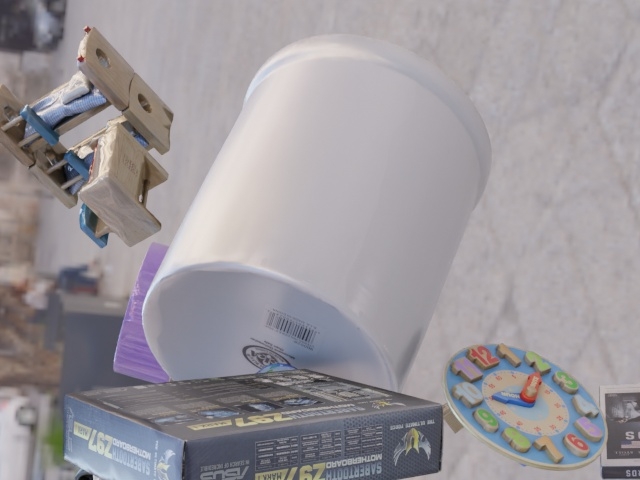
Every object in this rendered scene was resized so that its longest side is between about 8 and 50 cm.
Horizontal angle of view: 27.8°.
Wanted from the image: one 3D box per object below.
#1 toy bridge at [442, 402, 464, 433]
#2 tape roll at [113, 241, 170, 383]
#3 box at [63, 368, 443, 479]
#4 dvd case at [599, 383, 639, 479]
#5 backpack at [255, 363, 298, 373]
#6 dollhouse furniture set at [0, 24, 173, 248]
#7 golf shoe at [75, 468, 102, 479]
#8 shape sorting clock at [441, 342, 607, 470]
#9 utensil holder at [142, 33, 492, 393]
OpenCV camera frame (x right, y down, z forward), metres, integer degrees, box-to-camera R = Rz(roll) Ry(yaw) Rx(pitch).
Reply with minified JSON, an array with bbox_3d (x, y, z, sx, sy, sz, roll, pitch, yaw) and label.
[{"bbox_3d":[0.088,0.263,1.644,0.188,0.063,0.026,-35,14,8],"label":"toy bridge"},{"bbox_3d":[-0.221,0.102,1.796,0.189,0.080,0.189,-163,90,-88],"label":"tape roll"},{"bbox_3d":[-0.051,0.146,0.981,0.183,0.233,0.059,6,97,53],"label":"box"},{"bbox_3d":[0.500,0.276,1.898,0.238,0.179,0.029,-63,-32,-66],"label":"dvd case"},{"bbox_3d":[-0.037,0.183,1.375,0.114,0.105,0.084,26,155,39],"label":"backpack"},{"bbox_3d":[-0.231,-0.080,1.204,0.129,0.129,0.183,-28,35,20],"label":"dollhouse furniture set"},{"bbox_3d":[-0.212,0.243,1.459,0.273,0.120,0.105,-86,2,-68],"label":"golf shoe"},{"bbox_3d":[0.241,0.190,1.520,0.206,0.206,0.040,-104,26,-56],"label":"shape sorting clock"},{"bbox_3d":[0.000,0.000,1.541,0.327,0.328,0.385,113,-179,-51],"label":"utensil holder"}]
